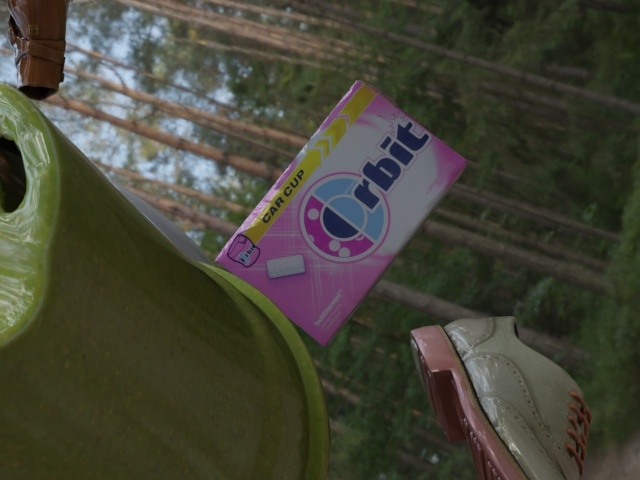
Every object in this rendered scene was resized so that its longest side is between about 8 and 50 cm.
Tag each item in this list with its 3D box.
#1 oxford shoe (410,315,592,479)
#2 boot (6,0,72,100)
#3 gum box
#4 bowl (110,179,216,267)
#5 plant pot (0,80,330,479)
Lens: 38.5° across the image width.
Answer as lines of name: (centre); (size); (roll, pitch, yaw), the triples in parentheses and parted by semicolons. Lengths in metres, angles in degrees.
oxford shoe: (0.216, 0.194, 0.925); (0.397, 0.146, 0.140); (-116, 9, -54)
boot: (-0.299, -0.226, 0.983); (0.197, 0.073, 0.152); (-148, 56, -84)
gum box: (0.021, -0.023, 0.717); (0.188, 0.107, 0.062); (-52, -6, -3)
bowl: (-0.228, 0.074, 0.906); (0.134, 0.298, 0.298); (-54, -24, -31)
plant pot: (-0.155, 0.064, 0.439); (0.276, 0.276, 0.254); (-60, -26, -23)
